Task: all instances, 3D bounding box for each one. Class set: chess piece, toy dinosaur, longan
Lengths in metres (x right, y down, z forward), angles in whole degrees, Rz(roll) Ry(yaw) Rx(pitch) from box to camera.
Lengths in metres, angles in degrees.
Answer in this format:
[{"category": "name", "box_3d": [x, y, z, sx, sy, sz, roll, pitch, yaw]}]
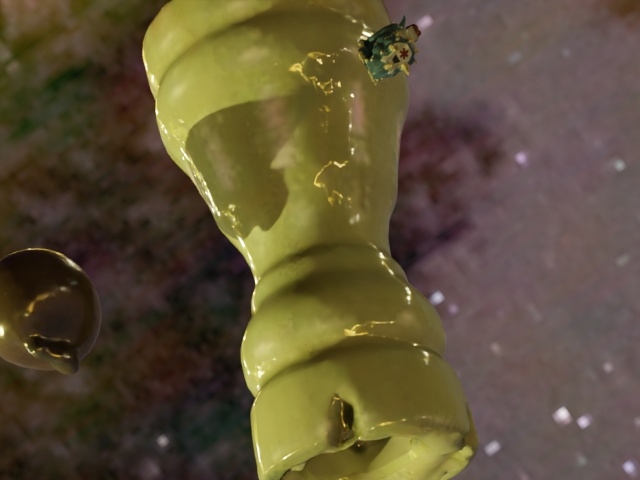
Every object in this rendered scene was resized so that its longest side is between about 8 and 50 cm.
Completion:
[{"category": "chess piece", "box_3d": [0.000, 0.000, 1.694, 0.234, 0.234, 0.442, -29, -121, 25]}, {"category": "toy dinosaur", "box_3d": [0.055, -0.146, 1.525, 0.047, 0.030, 0.083, -26, -161, 13]}, {"category": "longan", "box_3d": [-0.226, 0.061, 1.603, 0.106, 0.106, 0.119, -34, -132, 6]}]
